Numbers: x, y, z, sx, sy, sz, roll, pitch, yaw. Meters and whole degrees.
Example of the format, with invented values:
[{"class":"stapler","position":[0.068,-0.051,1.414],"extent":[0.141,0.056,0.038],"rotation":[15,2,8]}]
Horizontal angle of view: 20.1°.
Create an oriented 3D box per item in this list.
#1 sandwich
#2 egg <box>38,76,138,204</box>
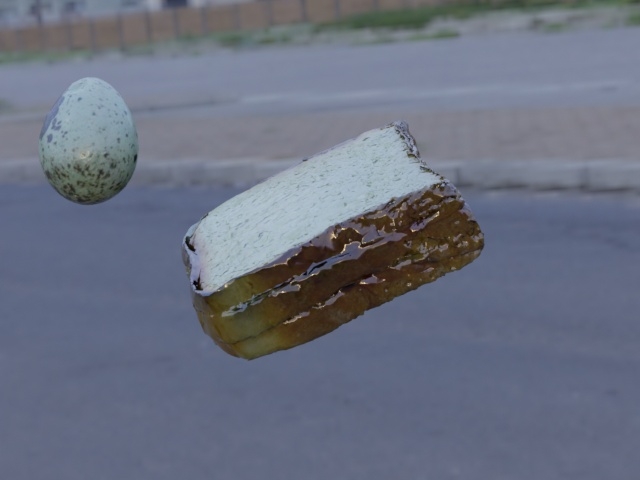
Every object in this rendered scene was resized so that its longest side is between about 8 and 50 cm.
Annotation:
[{"class":"sandwich","position":[0.000,0.000,1.735],"extent":[0.271,0.099,0.301],"rotation":[-29,17,1]},{"class":"egg","position":[-0.197,-0.085,1.533],"extent":[0.085,0.110,0.085],"rotation":[-2,-6,0]}]
